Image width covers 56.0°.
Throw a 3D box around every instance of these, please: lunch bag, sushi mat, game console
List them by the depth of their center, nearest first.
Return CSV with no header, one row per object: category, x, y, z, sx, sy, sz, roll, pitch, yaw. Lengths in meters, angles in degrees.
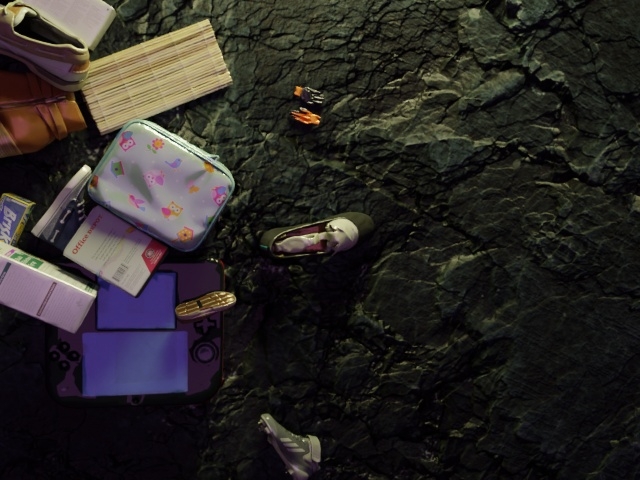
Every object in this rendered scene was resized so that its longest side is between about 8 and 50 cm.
lunch bag,-0.332,-0.122,1.308,0.279,0.108,0.224,32,89,-14
sushi mat,-0.363,-0.356,1.314,0.317,0.019,0.151,-23,102,-7
game console,-0.415,0.207,1.363,0.387,0.060,0.341,1,98,-12

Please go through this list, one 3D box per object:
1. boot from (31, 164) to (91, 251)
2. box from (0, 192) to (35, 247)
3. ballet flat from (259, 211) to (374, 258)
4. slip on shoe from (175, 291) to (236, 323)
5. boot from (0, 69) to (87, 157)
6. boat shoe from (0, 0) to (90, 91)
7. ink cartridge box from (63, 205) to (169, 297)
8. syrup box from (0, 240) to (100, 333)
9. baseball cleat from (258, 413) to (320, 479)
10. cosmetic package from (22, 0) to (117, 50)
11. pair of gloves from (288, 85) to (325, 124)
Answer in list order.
boot,-0.532,-0.068,1.304,0.086,0.069,0.190,37,98,-20
box,-0.676,-0.015,1.283,0.059,0.054,0.168,26,92,-13
ballet flat,0.000,0.000,1.394,0.281,0.096,0.095,-13,100,-9
slip on shoe,-0.256,0.154,1.351,0.136,0.051,0.041,-17,134,-18
boot,-0.627,-0.319,1.229,0.220,0.109,0.283,-22,90,-15
boat shoe,-0.598,-0.421,1.192,0.303,0.113,0.103,27,135,-14
ink cartridge box,-0.436,0.025,1.297,0.175,0.072,0.127,33,80,-6
syrup box,-0.591,0.094,1.243,0.237,0.093,0.096,28,92,-16
baseball cleat,-0.069,0.489,1.473,0.110,0.072,0.205,-32,107,-19
cosmetic package,-0.552,-0.502,1.235,0.239,0.060,0.098,33,93,-14
pair of gloves,-0.031,-0.310,1.389,0.074,0.010,0.083,12,93,-11
